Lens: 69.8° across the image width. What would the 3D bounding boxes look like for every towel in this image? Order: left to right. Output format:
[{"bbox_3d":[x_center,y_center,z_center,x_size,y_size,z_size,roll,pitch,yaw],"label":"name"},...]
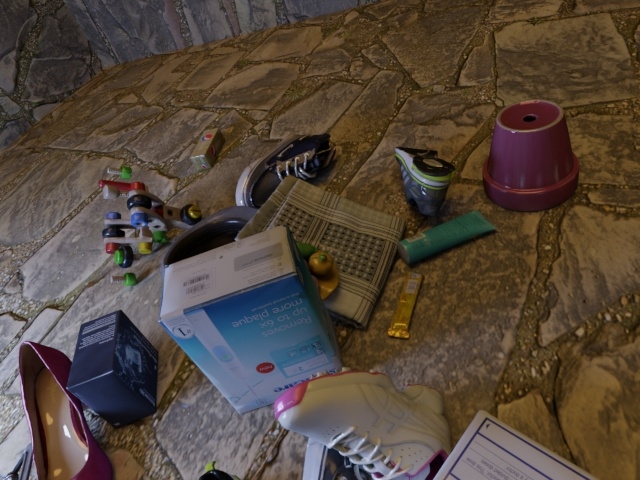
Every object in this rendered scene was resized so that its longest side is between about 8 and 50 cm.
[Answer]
[{"bbox_3d":[0.000,0.000,0.991,0.324,0.056,0.312,22,53,10],"label":"towel"}]

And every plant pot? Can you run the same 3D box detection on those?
[{"bbox_3d":[0.454,-0.195,0.998,0.201,0.180,0.201,-12,40,11],"label":"plant pot"}]

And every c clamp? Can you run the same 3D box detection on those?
[{"bbox_3d":[-0.558,0.454,0.825,0.137,0.022,0.161,-54,30,11],"label":"c clamp"}]

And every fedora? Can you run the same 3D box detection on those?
[{"bbox_3d":[-0.231,0.048,1.080,0.243,0.124,0.275,13,45,33],"label":"fedora"}]

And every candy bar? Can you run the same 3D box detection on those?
[{"bbox_3d":[0.171,0.122,0.900,0.040,0.018,0.161,6,47,24],"label":"candy bar"}]

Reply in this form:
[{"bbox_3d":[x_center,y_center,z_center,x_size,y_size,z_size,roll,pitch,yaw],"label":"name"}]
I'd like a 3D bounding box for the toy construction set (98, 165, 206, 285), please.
[{"bbox_3d":[-0.461,-0.070,1.279,0.237,0.257,0.309,3,41,-42],"label":"toy construction set"}]

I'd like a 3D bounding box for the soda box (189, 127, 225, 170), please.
[{"bbox_3d":[-0.398,-0.325,1.623,0.061,0.058,0.181,-8,41,16],"label":"soda box"}]

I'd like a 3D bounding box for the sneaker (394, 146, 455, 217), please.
[{"bbox_3d":[0.234,-0.150,1.105,0.111,0.121,0.300,6,23,-1],"label":"sneaker"}]

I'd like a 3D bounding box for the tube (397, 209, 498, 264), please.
[{"bbox_3d":[0.268,-0.011,0.984,0.207,0.052,0.080,-22,44,-8],"label":"tube"}]

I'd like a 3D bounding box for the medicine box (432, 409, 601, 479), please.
[{"bbox_3d":[0.218,0.388,0.481,0.263,0.149,0.289,24,59,41],"label":"medicine box"}]

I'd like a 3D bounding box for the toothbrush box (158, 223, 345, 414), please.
[{"bbox_3d":[-0.101,0.145,0.781,0.216,0.296,0.126,-18,42,3],"label":"toothbrush box"}]

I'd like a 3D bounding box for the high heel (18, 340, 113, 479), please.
[{"bbox_3d":[-0.483,0.349,0.815,0.127,0.181,0.377,-33,41,-13],"label":"high heel"}]

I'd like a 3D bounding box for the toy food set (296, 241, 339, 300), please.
[{"bbox_3d":[-0.068,0.052,0.864,0.217,0.071,0.128,-1,57,-9],"label":"toy food set"}]

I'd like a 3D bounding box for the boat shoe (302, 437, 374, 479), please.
[{"bbox_3d":[0.029,0.357,0.632,0.104,0.113,0.306,0,47,15],"label":"boat shoe"}]

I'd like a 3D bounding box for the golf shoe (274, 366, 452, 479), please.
[{"bbox_3d":[0.078,0.255,0.604,0.115,0.306,0.140,-46,40,30],"label":"golf shoe"}]

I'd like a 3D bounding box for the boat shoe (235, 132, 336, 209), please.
[{"bbox_3d":[-0.088,-0.198,1.284,0.158,0.127,0.340,2,44,36],"label":"boat shoe"}]

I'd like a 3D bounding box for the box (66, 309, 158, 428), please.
[{"bbox_3d":[-0.400,0.253,0.906,0.093,0.156,0.158,-21,40,0],"label":"box"}]

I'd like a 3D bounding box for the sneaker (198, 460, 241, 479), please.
[{"bbox_3d":[-0.142,0.430,0.637,0.084,0.097,0.235,-25,40,-3],"label":"sneaker"}]
